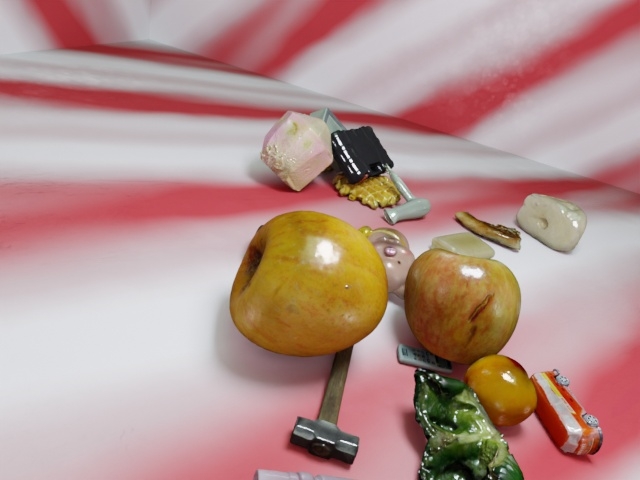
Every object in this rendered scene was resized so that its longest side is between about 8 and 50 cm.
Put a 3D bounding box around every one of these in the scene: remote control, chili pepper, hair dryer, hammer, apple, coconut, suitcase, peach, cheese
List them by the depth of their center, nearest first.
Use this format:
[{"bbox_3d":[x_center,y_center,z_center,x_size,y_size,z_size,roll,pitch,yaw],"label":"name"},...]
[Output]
[{"bbox_3d":[0.240,0.358,0.788,0.148,0.116,0.264,18,27,-22],"label":"chili pepper"},{"bbox_3d":[0.039,0.262,0.905,0.111,0.043,0.365,18,27,4],"label":"hammer"},{"bbox_3d":[-0.020,0.091,0.922,0.275,0.299,0.299,23,23,-27],"label":"apple"},{"bbox_3d":[0.354,0.294,0.926,0.138,0.138,0.138,13,29,-7],"label":"peach"},{"bbox_3d":[0.230,0.262,1.025,0.124,0.018,0.053,15,28,-3],"label":"remote control"},{"bbox_3d":[0.311,0.148,1.046,0.264,0.264,0.264,13,29,-7],"label":"apple"},{"bbox_3d":[-0.073,-0.321,1.602,0.233,0.245,0.233,45,8,-8],"label":"coconut"},{"bbox_3d":[0.275,-0.176,1.684,0.206,0.075,0.237,-14,71,-36],"label":"hair dryer"},{"bbox_3d":[0.153,-0.328,1.753,0.285,0.066,0.206,-26,84,-51],"label":"suitcase"},{"bbox_3d":[0.955,-0.066,1.832,0.251,0.174,0.248,9,28,-24],"label":"cheese"}]

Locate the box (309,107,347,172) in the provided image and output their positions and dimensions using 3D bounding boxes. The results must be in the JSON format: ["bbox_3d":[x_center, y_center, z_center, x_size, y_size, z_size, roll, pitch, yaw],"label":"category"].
[{"bbox_3d":[0.046,-0.384,1.798,0.086,0.130,0.225,-8,-33,39],"label":"box"}]

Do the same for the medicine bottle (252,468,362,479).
[{"bbox_3d":[0.029,0.378,0.598,0.249,0.133,0.133,14,29,-8],"label":"medicine bottle"}]

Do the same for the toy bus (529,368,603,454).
[{"bbox_3d":[0.492,0.351,0.951,0.077,0.079,0.174,2,31,-9],"label":"toy bus"}]

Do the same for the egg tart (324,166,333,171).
[{"bbox_3d":[-0.016,-0.384,1.942,0.288,0.118,0.288,15,25,-7],"label":"egg tart"}]

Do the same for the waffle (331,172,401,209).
[{"bbox_3d":[0.182,-0.213,1.789,0.283,0.065,0.309,12,28,-9],"label":"waffle"}]

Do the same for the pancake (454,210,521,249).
[{"bbox_3d":[0.670,-0.048,1.761,0.244,0.057,0.266,-6,35,-36],"label":"pancake"}]

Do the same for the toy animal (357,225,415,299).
[{"bbox_3d":[0.172,0.042,1.258,0.165,0.149,0.248,3,35,9],"label":"toy animal"}]

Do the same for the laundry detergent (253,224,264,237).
[{"bbox_3d":[-0.069,0.036,1.212,0.221,0.078,0.144,18,30,-2],"label":"laundry detergent"}]

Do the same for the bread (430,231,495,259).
[{"bbox_3d":[0.463,0.028,1.515,0.178,0.060,0.139,-6,35,-34],"label":"bread"}]
